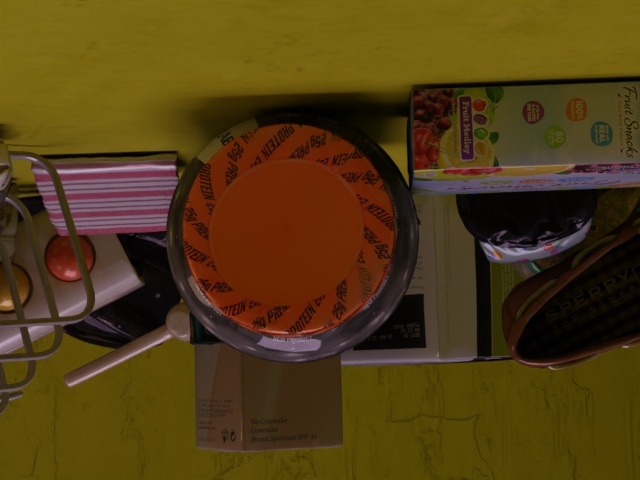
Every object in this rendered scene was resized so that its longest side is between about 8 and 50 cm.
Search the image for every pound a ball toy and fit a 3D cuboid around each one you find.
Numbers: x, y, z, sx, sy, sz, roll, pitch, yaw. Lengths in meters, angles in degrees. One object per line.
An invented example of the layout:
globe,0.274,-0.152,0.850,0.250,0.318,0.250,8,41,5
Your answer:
pound a ball toy,-0.312,0.080,1.807,0.319,0.208,0.136,-26,177,-2

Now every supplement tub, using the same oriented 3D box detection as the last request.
supplement tub,-0.021,0.002,1.366,0.207,0.207,0.338,-2,175,1

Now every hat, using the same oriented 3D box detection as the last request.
hat,-0.264,0.062,2.009,0.331,0.134,0.331,6,157,2

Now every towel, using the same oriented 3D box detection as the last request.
towel,-0.210,-0.050,1.613,0.144,0.029,0.197,-3,161,-2

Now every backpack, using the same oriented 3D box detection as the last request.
backpack,0.209,-0.036,1.598,0.152,0.115,0.182,-5,179,9

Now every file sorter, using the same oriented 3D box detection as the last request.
file sorter,-0.357,0.062,1.472,0.173,0.192,0.278,-1,150,-38

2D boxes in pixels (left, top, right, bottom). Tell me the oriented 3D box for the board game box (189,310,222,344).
board game box,-0.115,0.012,1.597,0.026,0.186,0.126,1,175,-10

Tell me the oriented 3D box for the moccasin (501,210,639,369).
moccasin,0.352,0.016,1.572,0.380,0.139,0.147,-23,-173,12

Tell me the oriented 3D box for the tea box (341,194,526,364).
tea box,0.115,0.058,2.145,0.329,0.219,0.324,-4,174,37

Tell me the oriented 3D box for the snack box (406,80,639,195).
snack box,0.173,-0.079,1.262,0.207,0.070,0.174,-1,176,1

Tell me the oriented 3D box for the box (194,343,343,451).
box,-0.065,0.093,1.896,0.148,0.311,0.121,0,176,-31

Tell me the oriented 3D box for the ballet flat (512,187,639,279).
ballet flat,0.310,-0.018,1.826,0.123,0.123,0.348,-4,-167,29

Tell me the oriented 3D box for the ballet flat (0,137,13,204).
ballet flat,-0.293,-0.063,1.303,0.068,0.072,0.213,-15,173,19

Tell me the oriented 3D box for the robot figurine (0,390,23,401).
robot figurine,-0.497,0.156,1.648,0.354,0.299,0.200,22,180,-12

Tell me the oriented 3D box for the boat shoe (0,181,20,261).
boat shoe,-0.420,-0.035,1.619,0.105,0.089,0.285,11,180,29
